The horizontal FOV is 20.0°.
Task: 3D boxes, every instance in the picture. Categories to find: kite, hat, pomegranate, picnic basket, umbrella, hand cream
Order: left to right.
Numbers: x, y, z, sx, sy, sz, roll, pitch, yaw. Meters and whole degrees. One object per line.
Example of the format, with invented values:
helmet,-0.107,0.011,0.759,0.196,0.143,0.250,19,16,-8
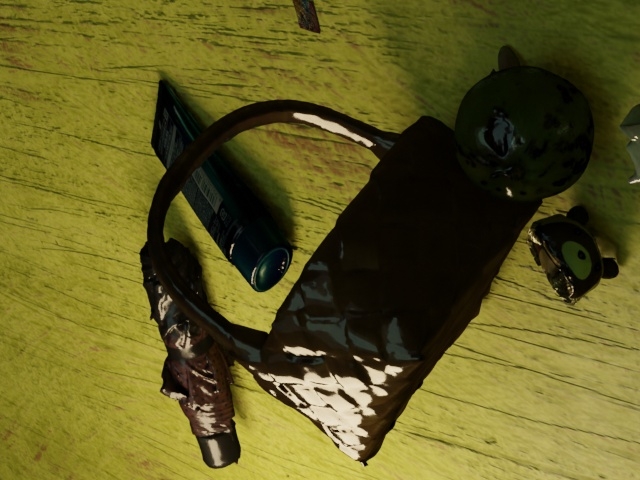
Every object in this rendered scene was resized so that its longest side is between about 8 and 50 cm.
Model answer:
umbrella,-0.163,0.148,2.335,0.090,0.094,0.326,-9,114,13
hand cream,-0.128,-0.061,2.118,0.270,0.061,0.120,51,150,27
kite,-0.021,-0.241,1.820,0.044,0.002,0.078,-8,110,60
picnic basket,0.000,0.000,1.684,0.337,0.293,0.337,29,150,18
pomegranate,0.171,-0.102,1.541,0.161,0.122,0.122,-93,2,-47
hat,0.223,0.010,1.600,0.077,0.059,0.076,56,168,19

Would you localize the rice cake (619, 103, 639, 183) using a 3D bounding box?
rice cake,0.308,-0.082,1.362,0.206,0.069,0.063,3,121,61
